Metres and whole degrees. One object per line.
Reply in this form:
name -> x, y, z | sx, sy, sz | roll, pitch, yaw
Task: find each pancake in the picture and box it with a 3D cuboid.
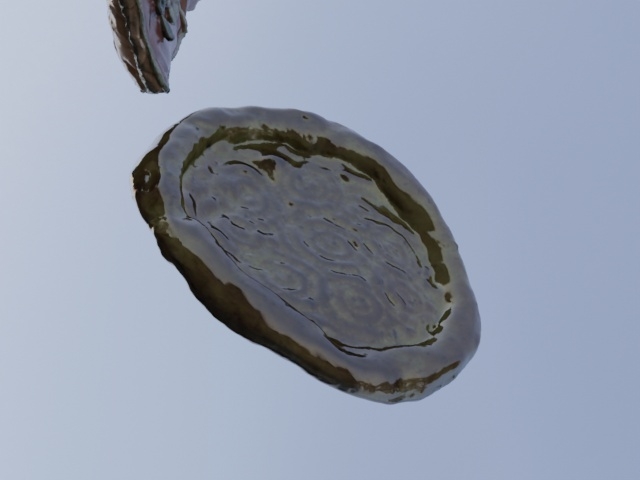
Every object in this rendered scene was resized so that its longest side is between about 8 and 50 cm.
pancake -> -0.001, 0.000, 0.838 | 0.250, 0.250, 0.031 | 48, -55, 15

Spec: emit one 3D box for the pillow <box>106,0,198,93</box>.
pillow -> -0.110, -0.193, 0.895 | 0.043, 0.232, 0.126 | -3, -61, 7
